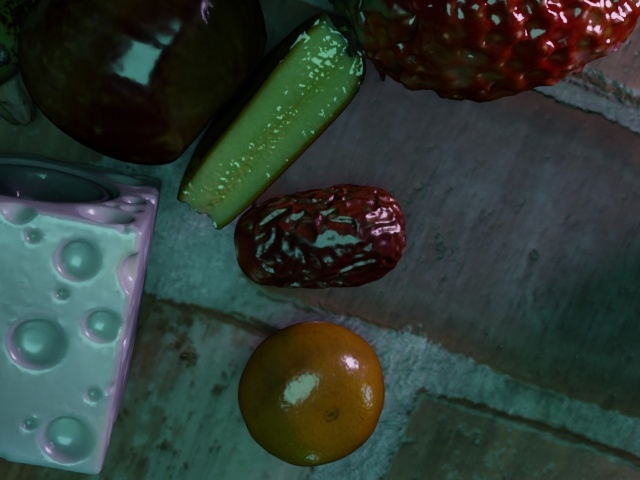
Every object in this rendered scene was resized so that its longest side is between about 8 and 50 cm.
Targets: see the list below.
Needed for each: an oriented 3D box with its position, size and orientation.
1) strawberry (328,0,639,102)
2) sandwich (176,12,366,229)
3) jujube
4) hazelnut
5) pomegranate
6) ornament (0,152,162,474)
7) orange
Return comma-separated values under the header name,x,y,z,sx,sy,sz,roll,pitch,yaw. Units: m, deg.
name,x,y,z,sx,sy,sz,roll,pitch,yaw
strawberry,0.169,-0.282,1.063,0.351,0.267,0.312,-23,74,-19
sandwich,-0.047,-0.123,1.161,0.090,0.088,0.244,38,110,-15
jujube,0.000,0.000,1.184,0.176,0.109,0.112,-7,126,-1
hazelnut,-0.163,-0.192,1.073,0.218,0.234,0.218,17,132,19
pomegranate,-0.338,-0.189,1.132,0.138,0.163,0.125,-35,63,-10
ornament,-0.296,0.052,1.113,0.239,0.239,0.240,10,102,-6
orange,-0.010,0.158,1.216,0.156,0.124,0.156,-7,111,-18
